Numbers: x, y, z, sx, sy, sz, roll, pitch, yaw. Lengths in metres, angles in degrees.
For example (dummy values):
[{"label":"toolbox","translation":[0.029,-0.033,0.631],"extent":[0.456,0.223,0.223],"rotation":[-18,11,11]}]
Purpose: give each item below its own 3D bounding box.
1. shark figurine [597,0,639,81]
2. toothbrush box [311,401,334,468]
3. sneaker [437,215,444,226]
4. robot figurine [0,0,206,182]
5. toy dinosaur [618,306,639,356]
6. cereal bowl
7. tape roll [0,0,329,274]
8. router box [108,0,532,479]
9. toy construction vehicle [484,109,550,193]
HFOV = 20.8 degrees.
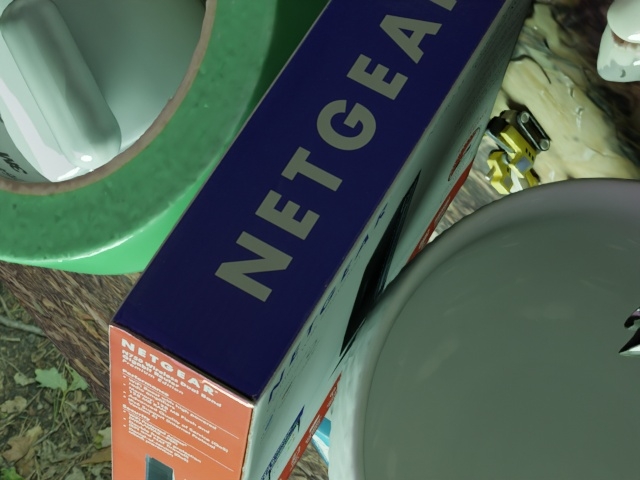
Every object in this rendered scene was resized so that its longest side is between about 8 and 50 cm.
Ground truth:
[{"label":"shark figurine","translation":[0.234,-0.084,0.714],"extent":[0.116,0.166,0.278],"rotation":[8,-155,-29]},{"label":"toothbrush box","translation":[0.168,0.147,1.248],"extent":[0.295,0.216,0.126],"rotation":[29,158,39]},{"label":"sneaker","translation":[-0.016,-0.109,1.260],"extent":[0.151,0.094,0.256],"rotation":[29,157,48]},{"label":"robot figurine","translation":[-0.174,-0.127,1.312],"extent":[0.353,0.200,0.300],"rotation":[60,-170,-9]},{"label":"toy dinosaur","translation":[0.290,0.015,0.854],"extent":[0.218,0.164,0.322],"rotation":[28,144,0]},{"label":"cereal bowl","translation":[0.158,0.140,1.032],"extent":[0.339,0.339,0.141],"rotation":[44,158,-2]},{"label":"tape roll","translation":[-0.144,-0.140,1.085],"extent":[0.321,0.321,0.077],"rotation":[34,-170,28]},{"label":"router box","translation":[0.000,0.000,0.992],"extent":[0.082,0.335,0.301],"rotation":[28,154,8]},{"label":"toy construction vehicle","translation":[0.118,-0.059,1.173],"extent":[0.098,0.035,0.086],"rotation":[51,162,-25]}]
